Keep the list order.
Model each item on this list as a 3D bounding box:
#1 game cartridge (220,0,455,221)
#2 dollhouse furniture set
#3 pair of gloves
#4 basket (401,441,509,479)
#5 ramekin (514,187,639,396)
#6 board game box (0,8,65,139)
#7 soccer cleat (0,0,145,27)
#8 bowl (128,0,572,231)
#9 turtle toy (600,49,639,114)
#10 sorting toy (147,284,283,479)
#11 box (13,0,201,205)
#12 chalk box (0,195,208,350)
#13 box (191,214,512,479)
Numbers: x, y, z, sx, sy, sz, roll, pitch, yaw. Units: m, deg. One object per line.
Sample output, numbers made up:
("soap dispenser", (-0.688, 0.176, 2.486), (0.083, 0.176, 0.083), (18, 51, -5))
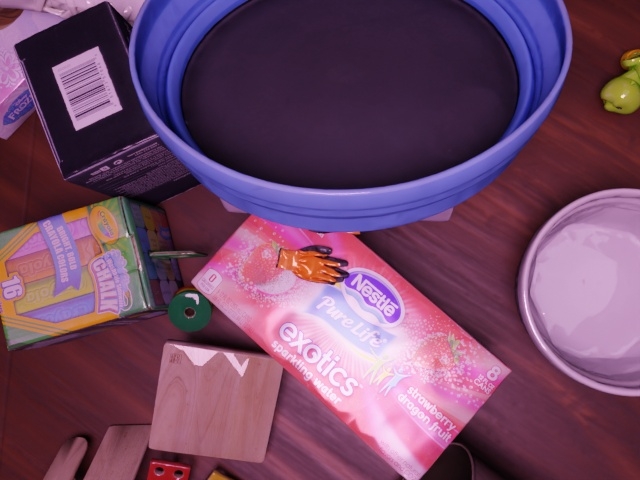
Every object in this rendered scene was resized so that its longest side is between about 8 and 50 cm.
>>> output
("game cartridge", (0.026, -0.182, 0.654), (0.230, 0.068, 0.355), (5, 57, 2))
("dollhouse furniture set", (-0.270, 0.322, 0.728), (0.144, 0.123, 0.151), (-3, 119, 6))
("pair of gloves", (0.000, 0.000, 0.596), (0.074, 0.010, 0.083), (17, 84, 7))
("basket", (0.185, 0.337, 0.606), (0.227, 0.154, 0.204), (30, 114, -6))
("ramekin", (0.310, 0.055, 0.653), (0.207, 0.109, 0.207), (-1, 84, 6))
("board game box", (-0.414, -0.354, 0.786), (0.318, 0.066, 0.318), (44, 90, 7))
("soccer cleat", (-0.234, -0.282, 0.681), (0.331, 0.116, 0.143), (-12, 99, -5))
("bowl", (0.024, -0.178, 0.572), (0.391, 0.077, 0.391), (-2, 57, 3))
("turtle toy", (0.381, -0.185, 0.684), (0.130, 0.095, 0.066), (-14, 105, 5))
("sorting toy", (-0.120, 0.186, 0.700), (0.132, 0.046, 0.275), (10, 104, -7))
("box", (-0.211, -0.135, 0.674), (0.108, 0.207, 0.153), (-24, 82, 4))
("chalk box", (-0.240, 0.031, 0.700), (0.213, 0.132, 0.132), (-17, 83, 3))
("box", (0.033, 0.089, 0.660), (0.300, 0.142, 0.154), (42, 88, 8))
